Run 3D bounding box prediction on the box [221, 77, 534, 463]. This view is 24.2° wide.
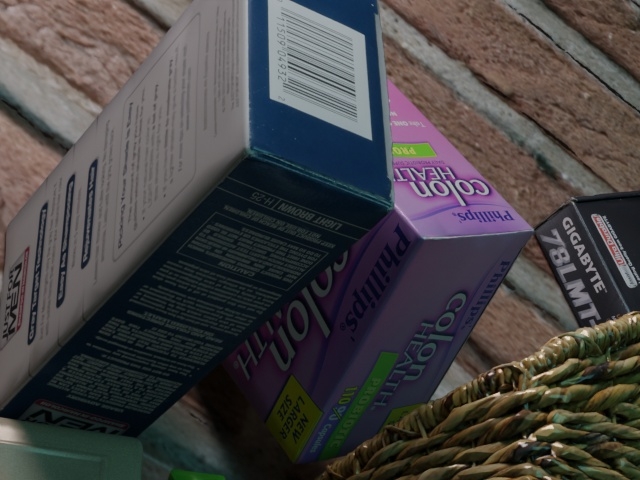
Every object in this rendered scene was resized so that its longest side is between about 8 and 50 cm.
[{"bbox_3d":[0.000,0.000,1.102,0.117,0.214,0.243,-5,43,-43],"label":"box"}]

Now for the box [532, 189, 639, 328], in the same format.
[{"bbox_3d":[0.389,0.086,1.537,0.293,0.073,0.296,-4,62,-44],"label":"box"}]

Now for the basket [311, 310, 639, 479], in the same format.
[{"bbox_3d":[0.107,0.164,1.057,0.213,0.299,0.223,23,50,-25],"label":"basket"}]

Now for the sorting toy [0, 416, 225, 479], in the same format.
[{"bbox_3d":[-0.207,0.190,0.928,0.347,0.047,0.196,11,39,-14],"label":"sorting toy"}]

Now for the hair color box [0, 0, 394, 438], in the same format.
[{"bbox_3d":[-0.095,-0.014,0.976,0.105,0.347,0.174,21,48,-28],"label":"hair color box"}]
